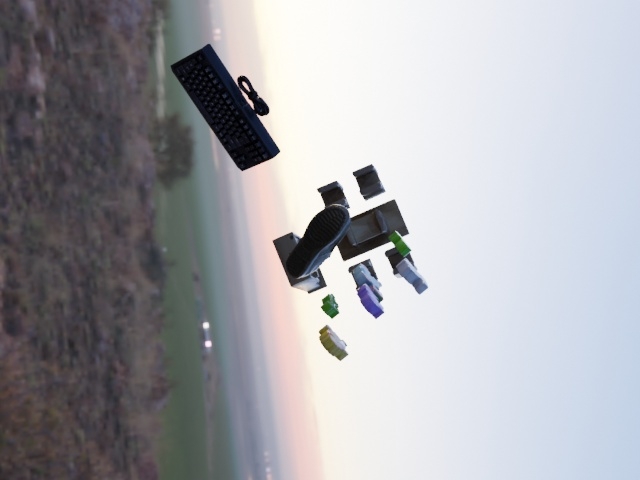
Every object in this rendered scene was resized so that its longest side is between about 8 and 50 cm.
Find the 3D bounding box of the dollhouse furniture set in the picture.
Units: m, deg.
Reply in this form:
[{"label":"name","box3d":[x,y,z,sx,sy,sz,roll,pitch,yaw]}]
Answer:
[{"label":"dollhouse furniture set","box3d":[0.051,0.004,1.948,0.161,0.242,0.212,32,36,-77]}]

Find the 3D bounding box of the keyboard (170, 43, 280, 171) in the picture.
[{"label":"keyboard","box3d":[-0.124,-0.184,1.386,0.180,0.108,0.023,56,37,-18]}]

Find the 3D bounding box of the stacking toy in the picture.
[{"label":"stacking toy","box3d":[0.067,0.072,1.487,0.052,0.167,0.221,47,10,-16]}]

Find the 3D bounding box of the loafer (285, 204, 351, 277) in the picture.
[{"label":"loafer","box3d":[0.000,0.000,1.630,0.056,0.148,0.050,50,23,20]}]
